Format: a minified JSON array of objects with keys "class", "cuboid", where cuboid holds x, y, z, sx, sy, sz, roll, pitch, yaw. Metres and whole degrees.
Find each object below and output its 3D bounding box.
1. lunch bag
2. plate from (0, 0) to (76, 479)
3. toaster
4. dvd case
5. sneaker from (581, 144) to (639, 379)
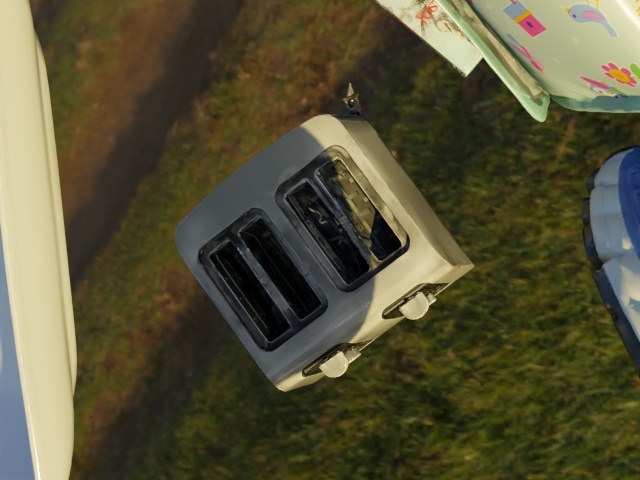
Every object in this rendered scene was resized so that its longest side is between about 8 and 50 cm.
[{"class":"lunch bag","cuboid":[0.149,-0.199,0.780,0.160,0.223,0.262,-49,18,-8]},{"class":"plate","cuboid":[-0.196,-0.019,0.617,0.278,0.045,0.277,11,109,54]},{"class":"toaster","cuboid":[0.000,0.000,0.895,0.168,0.110,0.185,-37,84,13]},{"class":"dvd case","cuboid":[0.115,-0.219,1.060,0.119,0.013,0.087,42,94,7]},{"class":"sneaker","cuboid":[0.187,0.063,0.329,0.147,0.129,0.330,-30,39,4]}]
